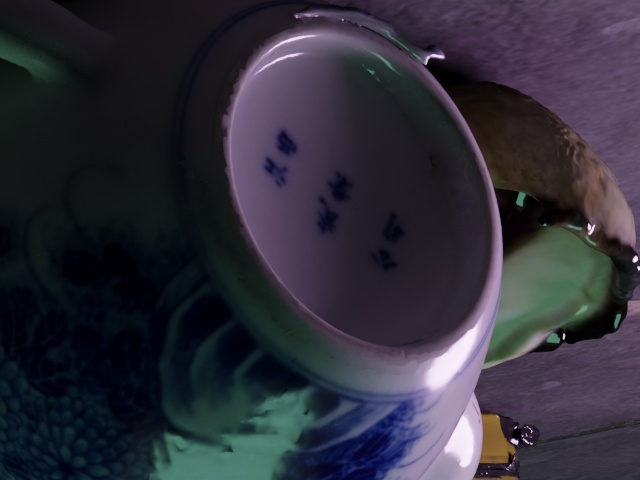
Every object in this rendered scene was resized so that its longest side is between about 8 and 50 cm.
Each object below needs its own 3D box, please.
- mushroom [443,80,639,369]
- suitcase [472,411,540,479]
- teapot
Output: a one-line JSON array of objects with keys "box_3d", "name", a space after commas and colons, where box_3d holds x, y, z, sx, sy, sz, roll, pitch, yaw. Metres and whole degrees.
[{"box_3d": [0.001, -0.002, 1.068, 0.344, 0.130, 0.247, -20, 144, 29], "name": "mushroom"}, {"box_3d": [0.075, 0.247, 1.891, 0.235, 0.143, 0.194, 5, 159, -38], "name": "suitcase"}, {"box_3d": [-0.070, 0.022, 0.859, 0.424, 0.252, 0.280, 38, 141, -23], "name": "teapot"}]
